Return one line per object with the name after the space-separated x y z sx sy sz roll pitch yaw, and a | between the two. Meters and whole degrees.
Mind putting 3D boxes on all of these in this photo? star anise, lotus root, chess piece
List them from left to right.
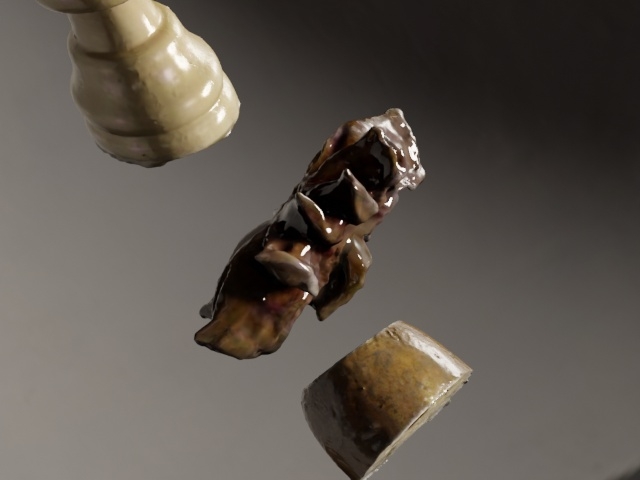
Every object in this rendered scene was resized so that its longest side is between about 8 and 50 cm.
-0.175 -0.210 1.487 0.124 0.139 0.307 -22 127 3 | chess piece
-0.005 0.005 1.522 0.099 0.214 0.220 42 106 3 | star anise
0.050 0.114 1.462 0.112 0.122 0.081 -41 82 22 | lotus root
